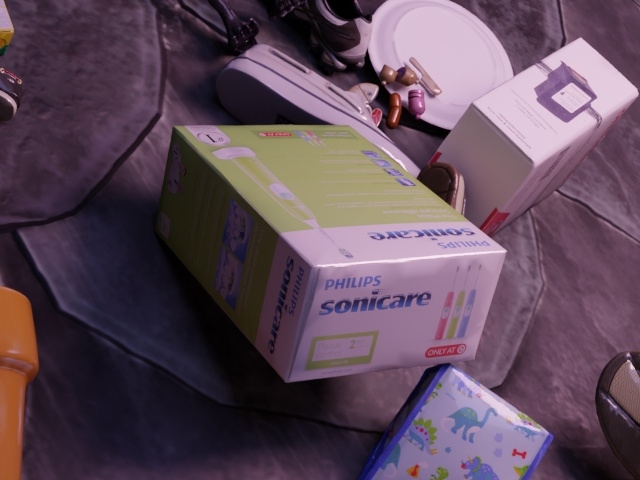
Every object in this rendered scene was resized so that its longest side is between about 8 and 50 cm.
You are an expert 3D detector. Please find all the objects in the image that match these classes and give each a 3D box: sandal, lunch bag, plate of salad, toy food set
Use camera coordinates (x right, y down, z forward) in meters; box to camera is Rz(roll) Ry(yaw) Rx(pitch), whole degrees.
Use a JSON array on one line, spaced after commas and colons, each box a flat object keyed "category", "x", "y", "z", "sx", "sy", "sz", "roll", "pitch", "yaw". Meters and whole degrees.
[{"category": "sandal", "x": 0.389, "y": 0.227, "z": 1.433, "sx": 0.303, "sy": 0.086, "sz": 0.120, "roll": 39, "pitch": 80, "yaw": -18}, {"category": "lunch bag", "x": 0.118, "y": 0.209, "z": 1.284, "sx": 0.129, "sy": 0.096, "sz": 0.151, "roll": 34, "pitch": 74, "yaw": 0}, {"category": "plate of salad", "x": 0.143, "y": -0.213, "z": 1.684, "sx": 0.200, "sy": 0.048, "sz": 0.199, "roll": 12, "pitch": 59, "yaw": -20}, {"category": "toy food set", "x": 0.081, "y": -0.163, "z": 1.597, "sx": 0.122, "sy": 0.019, "sz": 0.078, "roll": -37, "pitch": 83, "yaw": -20}]

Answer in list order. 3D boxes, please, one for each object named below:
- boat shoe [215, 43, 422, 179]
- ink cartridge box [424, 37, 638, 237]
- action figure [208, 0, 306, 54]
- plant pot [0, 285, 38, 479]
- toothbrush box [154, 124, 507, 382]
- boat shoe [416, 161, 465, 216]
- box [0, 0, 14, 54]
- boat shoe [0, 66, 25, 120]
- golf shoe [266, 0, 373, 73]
[{"category": "boat shoe", "x": 0.015, "y": -0.122, "z": 1.508, "sx": 0.268, "sy": 0.096, "sz": 0.088, "roll": 31, "pitch": 48, "yaw": 8}, {"category": "ink cartridge box", "x": 0.225, "y": -0.106, "z": 1.552, "sx": 0.100, "sy": 0.172, "sz": 0.237, "roll": 46, "pitch": 45, "yaw": 12}, {"category": "action figure", "x": -0.136, "y": -0.350, "z": 1.570, "sx": 0.164, "sy": 0.141, "sz": 0.275, "roll": -36, "pitch": 78, "yaw": -21}, {"category": "plant pot", "x": -0.303, "y": 0.151, "z": 1.029, "sx": 0.205, "sy": 0.205, "sz": 0.188, "roll": -3, "pitch": 71, "yaw": -32}, {"category": "toothbrush box", "x": 0.000, "y": 0.000, "z": 1.295, "sx": 0.206, "sy": 0.122, "sz": 0.283, "roll": -4, "pitch": 29, "yaw": -33}, {"category": "boat shoe", "x": 0.115, "y": 0.018, "z": 1.433, "sx": 0.068, "sy": 0.072, "sz": 0.190, "roll": 15, "pitch": 78, "yaw": 30}, {"category": "box", "x": -0.408, "y": -0.235, "z": 1.388, "sx": 0.179, "sy": 0.043, "sz": 0.105, "roll": -3, "pitch": 55, "yaw": -34}, {"category": "boat shoe", "x": -0.353, "y": -0.166, "z": 1.357, "sx": 0.133, "sy": 0.049, "sz": 0.042, "roll": 28, "pitch": 47, "yaw": -16}, {"category": "golf shoe", "x": -0.004, "y": -0.292, "z": 1.635, "sx": 0.077, "sy": 0.094, "sz": 0.198, "roll": -27, "pitch": 68, "yaw": -41}]
